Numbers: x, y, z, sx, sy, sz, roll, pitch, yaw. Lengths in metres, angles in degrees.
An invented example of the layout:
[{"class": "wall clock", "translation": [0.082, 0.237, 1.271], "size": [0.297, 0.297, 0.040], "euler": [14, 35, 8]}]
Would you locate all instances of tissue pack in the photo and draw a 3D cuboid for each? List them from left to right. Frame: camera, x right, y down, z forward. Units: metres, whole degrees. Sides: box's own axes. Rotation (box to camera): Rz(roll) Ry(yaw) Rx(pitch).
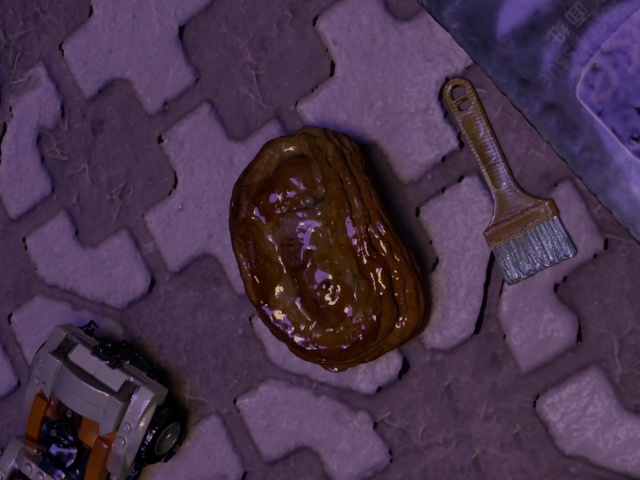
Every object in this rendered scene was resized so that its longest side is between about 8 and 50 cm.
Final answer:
[{"class": "tissue pack", "translation": [0.290, -0.191, 1.386], "size": [0.259, 0.122, 0.361], "euler": [-45, 68, 18]}]

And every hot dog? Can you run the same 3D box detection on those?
[{"class": "hot dog", "translation": [-0.001, 0.002, 1.549], "size": [0.175, 0.114, 0.259], "euler": [-31, 77, 24]}]

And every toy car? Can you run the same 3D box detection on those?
[{"class": "toy car", "translation": [-0.276, 0.252, 1.705], "size": [0.193, 0.118, 0.301], "euler": [32, 106, 22]}]

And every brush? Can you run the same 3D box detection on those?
[{"class": "brush", "translation": [0.177, -0.067, 1.509], "size": [0.082, 0.010, 0.218], "euler": [-29, 77, 26]}]
